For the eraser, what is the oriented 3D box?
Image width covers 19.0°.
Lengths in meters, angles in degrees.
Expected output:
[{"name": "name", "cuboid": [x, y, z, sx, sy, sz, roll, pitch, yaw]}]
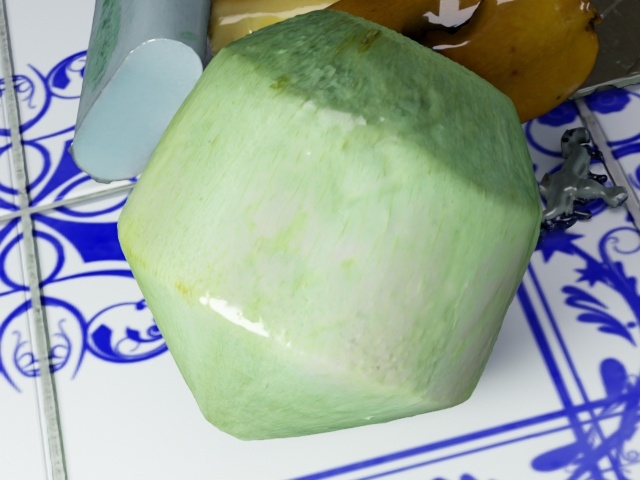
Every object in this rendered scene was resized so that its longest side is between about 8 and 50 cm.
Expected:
[{"name": "eraser", "cuboid": [-0.158, -0.183, 1.734, 0.081, 0.174, 0.227, 25, 38, -22]}]

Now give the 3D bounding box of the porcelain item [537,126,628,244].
[{"name": "porcelain item", "cuboid": [0.219, -0.042, 1.586, 0.075, 0.021, 0.136, 11, 46, 23]}]

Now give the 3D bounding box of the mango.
[{"name": "mango", "cuboid": [0.099, -0.158, 1.605, 0.287, 0.153, 0.201, -16, 25, 26]}]

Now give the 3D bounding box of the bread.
[{"name": "bread", "cuboid": [-0.027, -0.207, 1.777, 0.173, 0.085, 0.134, -8, 39, 7]}]

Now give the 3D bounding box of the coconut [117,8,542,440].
[{"name": "coconut", "cuboid": [0.000, 0.000, 1.415, 0.328, 0.281, 0.329, -2, 85, 19]}]

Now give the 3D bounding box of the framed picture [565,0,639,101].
[{"name": "framed picture", "cuboid": [0.327, -0.256, 1.664, 0.289, 0.211, 0.020, -17, 18, -5]}]
